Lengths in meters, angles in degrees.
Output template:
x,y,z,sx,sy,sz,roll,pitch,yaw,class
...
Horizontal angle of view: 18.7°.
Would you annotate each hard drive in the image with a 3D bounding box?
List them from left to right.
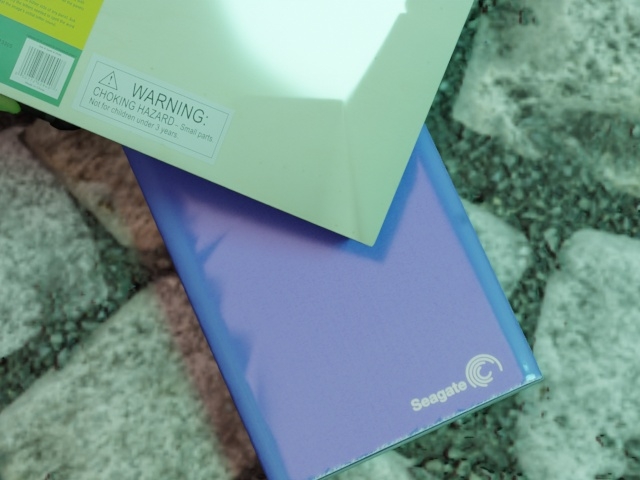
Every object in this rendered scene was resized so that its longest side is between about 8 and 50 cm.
x,y,z,sx,sy,sz,roll,pitch,yaw,class
0.000,0.000,1.417,0.210,0.040,0.319,-25,80,2,hard drive

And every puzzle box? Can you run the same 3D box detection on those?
x,y,z,sx,sy,sz,roll,pitch,yaw,class
-0.097,-0.195,1.311,0.409,0.052,0.272,23,90,-18,puzzle box

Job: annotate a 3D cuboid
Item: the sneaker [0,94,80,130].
x,y,z,sx,sy,sz,roll,pitch,yaw,class
-0.094,-0.280,1.424,0.202,0.185,0.483,44,85,-19,sneaker
